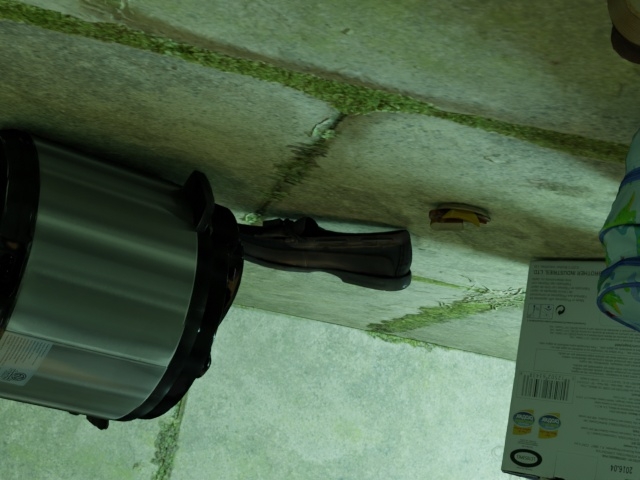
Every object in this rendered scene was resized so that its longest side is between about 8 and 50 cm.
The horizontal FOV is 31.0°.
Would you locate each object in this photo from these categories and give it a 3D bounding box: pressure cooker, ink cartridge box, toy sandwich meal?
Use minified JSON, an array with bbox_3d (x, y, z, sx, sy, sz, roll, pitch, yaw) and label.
[{"bbox_3d":[-0.328,0.070,1.643,0.420,0.376,0.369,18,164,-32],"label":"pressure cooker"},{"bbox_3d":[0.426,0.235,1.709,0.151,0.396,0.270,20,166,-42],"label":"ink cartridge box"},{"bbox_3d":[0.187,-0.027,1.554,0.085,0.029,0.085,10,170,2],"label":"toy sandwich meal"}]

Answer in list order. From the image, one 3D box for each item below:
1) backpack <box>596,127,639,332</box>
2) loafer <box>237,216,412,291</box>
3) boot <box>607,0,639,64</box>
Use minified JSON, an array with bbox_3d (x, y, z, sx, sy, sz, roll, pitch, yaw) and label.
[{"bbox_3d":[0.400,0.000,0.971,0.290,0.273,0.355,18,-170,-36],"label":"backpack"},{"bbox_3d":[0.000,0.000,1.793,0.302,0.095,0.109,12,-160,15],"label":"loafer"},{"bbox_3d":[0.310,-0.146,0.738,0.248,0.090,0.207,7,-179,13],"label":"boot"}]
